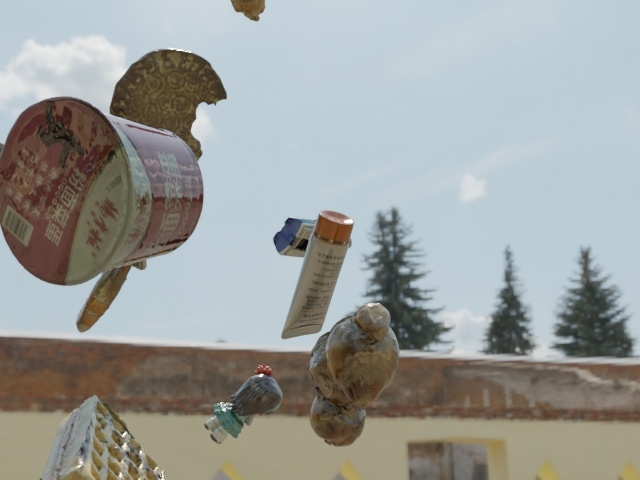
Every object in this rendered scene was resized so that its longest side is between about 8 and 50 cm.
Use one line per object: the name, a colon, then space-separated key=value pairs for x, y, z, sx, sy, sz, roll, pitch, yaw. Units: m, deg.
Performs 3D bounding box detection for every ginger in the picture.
ginger: x=-0.159 y=-0.583 z=1.953 sx=0.096 sy=0.190 sz=0.069 roll=-5 pitch=8 yaw=-31
ginger: x=0.075 y=0.269 z=1.875 sx=0.177 sy=0.256 sz=0.375 roll=11 pitch=-36 yaw=-9

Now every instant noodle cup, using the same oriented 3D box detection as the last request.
instant noodle cup: x=-0.275 y=-0.064 z=1.145 sx=0.235 sy=0.234 sz=0.178 roll=-11 pitch=-3 yaw=31

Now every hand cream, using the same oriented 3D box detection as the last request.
hand cream: x=0.001 y=0.088 z=2.048 sx=0.089 sy=0.314 sz=0.140 roll=29 pitch=19 yaw=38

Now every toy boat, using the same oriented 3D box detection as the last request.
toy boat: x=0.000 y=0.000 z=2.629 sx=0.295 sy=0.088 sz=0.129 roll=8 pitch=-53 yaw=-50

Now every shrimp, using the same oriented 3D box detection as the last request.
shrimp: x=-0.538 y=0.110 z=2.246 sx=0.063 sy=0.287 sz=0.152 roll=34 pitch=2 yaw=-12

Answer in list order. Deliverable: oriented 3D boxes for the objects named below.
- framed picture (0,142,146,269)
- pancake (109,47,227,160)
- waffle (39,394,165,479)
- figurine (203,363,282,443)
framed picture: x=-0.449 y=-0.055 z=1.597 sx=0.290 sy=0.020 sz=0.211 roll=24 pitch=-32 yaw=4
pancake: x=-0.339 y=-0.287 z=1.987 sx=0.286 sy=0.288 sz=0.033 roll=-24 pitch=24 yaw=-25
waffle: x=-0.418 y=0.484 z=1.747 sx=0.114 sy=0.261 sz=0.376 roll=-40 pitch=14 yaw=0
figurine: x=-0.222 y=0.471 z=2.516 sx=0.246 sy=0.138 sz=0.110 roll=-38 pitch=-27 yaw=5
